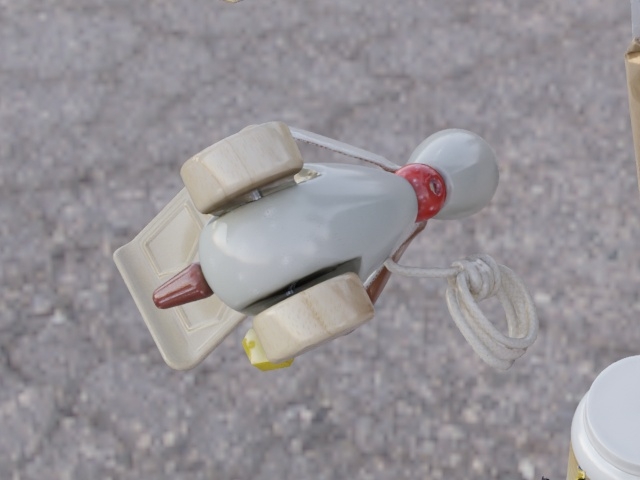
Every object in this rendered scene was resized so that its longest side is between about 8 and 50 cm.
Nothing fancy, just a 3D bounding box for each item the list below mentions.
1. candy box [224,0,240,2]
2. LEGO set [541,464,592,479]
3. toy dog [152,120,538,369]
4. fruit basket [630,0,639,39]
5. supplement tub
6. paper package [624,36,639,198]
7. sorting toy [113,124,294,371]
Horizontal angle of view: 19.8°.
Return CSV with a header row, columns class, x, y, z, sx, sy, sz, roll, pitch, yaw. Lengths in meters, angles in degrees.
class,x,y,z,sx,sy,sz,roll,pitch,yaw
candy box,-0.044,-0.270,1.282,0.053,0.187,0.109,18,30,39
LEGO set,0.074,0.310,1.318,0.331,0.255,0.192,-9,26,-23
toy dog,0.000,0.000,1.362,0.161,0.220,0.333,-23,-22,35
fruit basket,0.352,-0.346,1.344,0.327,0.353,0.165,-26,53,-10
supplement tub,0.315,0.215,1.791,0.144,0.200,0.144,-2,55,3
paper package,0.383,-0.028,1.380,0.168,0.309,0.325,-1,12,37
sorting toy,-0.085,0.037,1.952,0.229,0.041,0.307,-41,45,9
